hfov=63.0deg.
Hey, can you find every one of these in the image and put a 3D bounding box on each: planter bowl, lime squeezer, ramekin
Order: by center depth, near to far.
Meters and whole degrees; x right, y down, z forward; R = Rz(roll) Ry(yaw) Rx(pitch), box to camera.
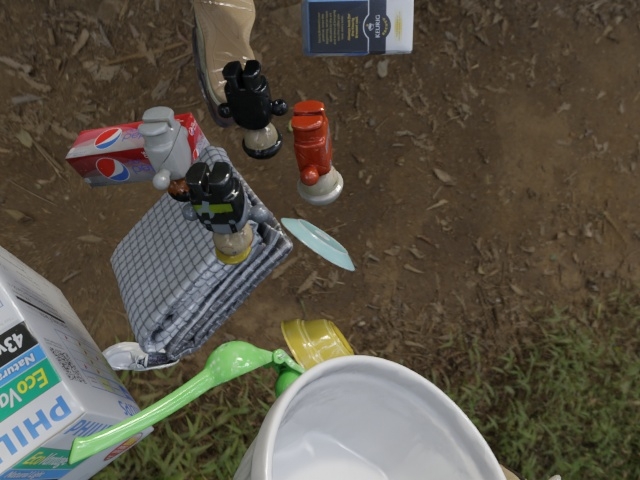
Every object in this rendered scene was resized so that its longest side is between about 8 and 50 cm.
[{"bbox_3d":[0.030,0.200,0.373,0.207,0.109,0.207,22,38,-19],"label":"ramekin"},{"bbox_3d":[-0.041,0.148,0.461,0.311,0.059,0.109,18,44,-26],"label":"lime squeezer"},{"bbox_3d":[0.012,0.240,1.142,0.090,0.217,0.217,-35,105,3],"label":"planter bowl"}]

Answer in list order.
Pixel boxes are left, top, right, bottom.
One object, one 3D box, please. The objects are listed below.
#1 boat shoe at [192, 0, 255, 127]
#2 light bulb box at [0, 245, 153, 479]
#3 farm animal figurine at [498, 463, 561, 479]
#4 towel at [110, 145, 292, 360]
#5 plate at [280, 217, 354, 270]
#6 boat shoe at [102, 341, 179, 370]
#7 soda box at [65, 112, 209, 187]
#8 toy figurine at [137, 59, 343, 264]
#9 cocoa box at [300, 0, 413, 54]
[{"bbox_3d":[-0.157,-0.307,0.821,0.103,0.092,0.285,3,64,-31],"label":"boat shoe"},{"bbox_3d":[-0.499,0.220,0.840,0.225,0.358,0.361,-37,73,-16],"label":"light bulb box"},{"bbox_3d":[0.191,0.308,0.562,0.172,0.330,0.326,-55,146,-15],"label":"farm animal figurine"},{"bbox_3d":[-0.197,0.016,0.840,0.283,0.235,0.121,-46,136,11],"label":"towel"},{"bbox_3d":[0.000,0.000,1.097,0.188,0.188,0.024,31,100,-21],"label":"plate"},{"bbox_3d":[-0.431,0.286,1.260,0.184,0.063,0.066,13,87,-37],"label":"boat shoe"},{"bbox_3d":[-0.358,-0.174,1.030,0.092,0.263,0.083,65,27,-48],"label":"soda box"},{"bbox_3d":[-0.098,-0.099,0.658,0.210,0.213,0.148,-38,146,-20],"label":"toy figurine"},{"bbox_3d":[0.069,-0.588,1.145,0.228,0.231,0.346,-3,109,-4],"label":"cocoa box"}]
